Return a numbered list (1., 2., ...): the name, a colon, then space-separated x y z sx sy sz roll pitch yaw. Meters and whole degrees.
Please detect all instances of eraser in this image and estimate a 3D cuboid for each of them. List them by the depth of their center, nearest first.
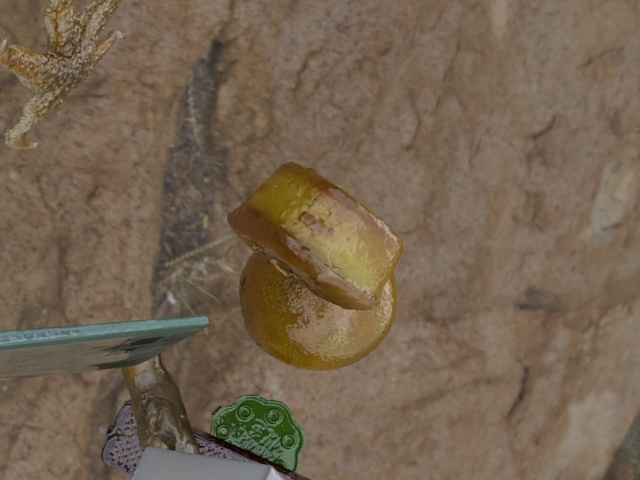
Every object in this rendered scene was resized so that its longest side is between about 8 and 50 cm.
1. eraser: -0.053 0.243 0.776 0.210 0.125 0.068 58 45 -44

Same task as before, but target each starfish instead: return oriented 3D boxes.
1. starfish: -0.333 -0.252 1.263 0.060 0.302 0.299 34 84 3

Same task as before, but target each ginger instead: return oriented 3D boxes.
1. ginger: -0.216 0.274 1.336 0.080 0.333 0.166 -26 143 4

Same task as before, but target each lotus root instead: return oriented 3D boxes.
1. lotus root: -0.128 0.389 1.778 0.186 0.186 0.186 -15 116 -33

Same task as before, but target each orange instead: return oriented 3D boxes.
1. orange: -0.004 0.092 1.643 0.274 0.274 0.274 -15 116 -33

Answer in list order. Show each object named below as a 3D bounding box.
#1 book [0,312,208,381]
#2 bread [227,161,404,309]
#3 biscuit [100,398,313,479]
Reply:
1. book: -0.270 0.105 0.875 0.283 0.215 0.025 -2 75 -32
2. bread: 0.000 0.000 1.359 0.268 0.268 0.145 39 85 -41
3. biscuit: -0.174 0.387 1.600 0.388 0.073 0.107 26 87 -9
